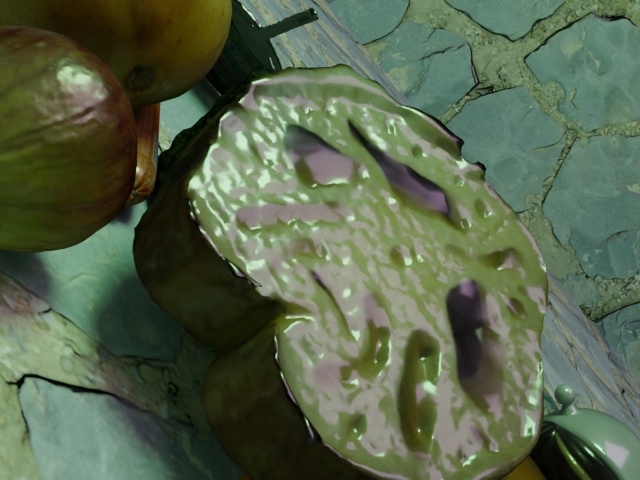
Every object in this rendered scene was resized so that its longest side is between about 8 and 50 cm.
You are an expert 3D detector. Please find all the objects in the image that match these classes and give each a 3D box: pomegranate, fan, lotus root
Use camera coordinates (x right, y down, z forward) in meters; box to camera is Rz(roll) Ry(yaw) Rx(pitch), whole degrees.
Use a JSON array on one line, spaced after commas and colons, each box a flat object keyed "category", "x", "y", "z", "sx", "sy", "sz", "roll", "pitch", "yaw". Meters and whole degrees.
[{"category": "pomegranate", "x": -0.204, "y": -0.225, "z": 0.858, "sx": 0.233, "sy": 0.233, "sz": 0.233, "roll": 46, "pitch": 18, "yaw": -19}, {"category": "fan", "x": -0.121, "y": -0.280, "z": 1.216, "sx": 0.223, "sy": 0.012, "sz": 0.294, "roll": 42, "pitch": -27, "yaw": 4}, {"category": "lotus root", "x": 0.044, "y": 0.032, "z": 0.755, "sx": 0.374, "sy": 0.111, "sz": 0.391, "roll": -4, "pitch": 64, "yaw": -35}]

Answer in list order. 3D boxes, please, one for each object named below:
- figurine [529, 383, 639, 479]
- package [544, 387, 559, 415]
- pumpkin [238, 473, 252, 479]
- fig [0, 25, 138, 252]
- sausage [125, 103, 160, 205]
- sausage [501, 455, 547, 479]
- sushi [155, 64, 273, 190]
[{"category": "figurine", "x": 0.395, "y": 0.359, "z": 1.224, "sx": 0.370, "sy": 0.167, "sz": 0.281, "roll": 48, "pitch": -14, "yaw": -13}, {"category": "package", "x": 0.392, "y": 0.260, "z": 1.716, "sx": 0.232, "sy": 0.040, "sz": 0.166, "roll": 56, "pitch": 17, "yaw": 8}, {"category": "pumpkin", "x": -0.032, "y": 0.218, "z": 0.677, "sx": 0.074, "sy": 0.054, "sz": 0.083, "roll": 51, "pitch": 12, "yaw": -18}, {"category": "fig", "x": -0.233, "y": -0.044, "z": 0.619, "sx": 0.160, "sy": 0.230, "sz": 0.143, "roll": 51, "pitch": -26, "yaw": -6}, {"category": "sausage", "x": -0.195, "y": -0.134, "z": 0.966, "sx": 0.053, "sy": 0.053, "sz": 0.348, "roll": 42, "pitch": 20, "yaw": -30}, {"category": "sausage", "x": 0.216, "y": 0.298, "z": 1.081, "sx": 0.328, "sy": 0.112, "sz": 0.112, "roll": 51, "pitch": 17, "yaw": -12}, {"category": "sushi", "x": 0.000, "y": 0.000, "z": 0.993, "sx": 0.352, "sy": 0.178, "sz": 0.294, "roll": 54, "pitch": 15, "yaw": 3}]
